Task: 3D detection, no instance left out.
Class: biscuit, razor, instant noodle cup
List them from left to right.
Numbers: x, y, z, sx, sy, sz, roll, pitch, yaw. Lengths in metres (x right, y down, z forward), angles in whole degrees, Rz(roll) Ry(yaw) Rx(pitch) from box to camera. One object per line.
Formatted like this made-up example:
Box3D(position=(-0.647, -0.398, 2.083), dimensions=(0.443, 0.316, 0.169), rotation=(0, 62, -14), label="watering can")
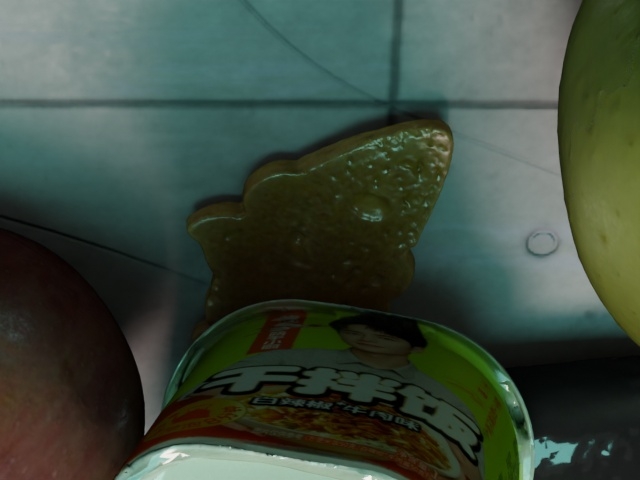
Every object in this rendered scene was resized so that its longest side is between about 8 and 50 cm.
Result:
Box3D(position=(-0.008, 0.190, 0.916), dimensions=(0.294, 0.308, 0.294), rotation=(1, 96, 9), label="instant noodle cup")
Box3D(position=(0.000, 0.000, 1.048), dimensions=(0.162, 0.035, 0.250), rotation=(35, 118, -28), label="biscuit")
Box3D(position=(0.129, 0.176, 1.126), dimensions=(0.327, 0.107, 0.189), rotation=(-3, 121, 0), label="razor")

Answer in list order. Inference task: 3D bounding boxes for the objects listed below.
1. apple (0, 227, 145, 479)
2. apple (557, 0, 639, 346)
Box3D(position=(-0.266, 0.134, 1.005), dimensions=(0.305, 0.235, 0.306), rotation=(0, 123, 0), label="apple")
Box3D(position=(0.310, -0.044, 0.860), dimensions=(0.357, 0.357, 0.357), rotation=(-1, 123, -2), label="apple")
